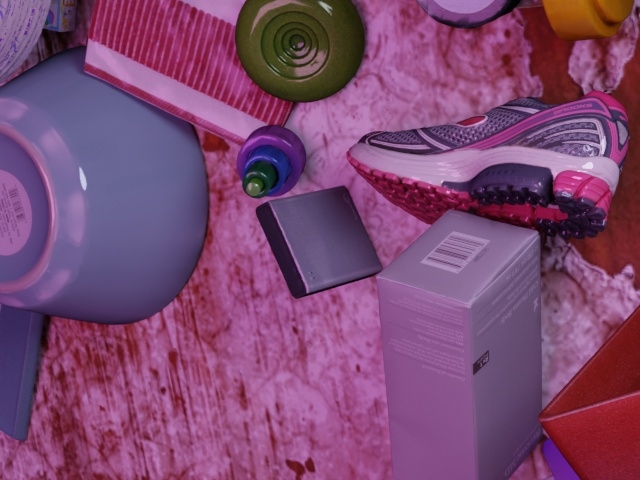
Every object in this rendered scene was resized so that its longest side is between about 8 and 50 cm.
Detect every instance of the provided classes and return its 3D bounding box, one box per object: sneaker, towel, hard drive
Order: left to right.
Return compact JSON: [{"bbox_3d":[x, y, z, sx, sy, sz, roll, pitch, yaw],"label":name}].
[{"bbox_3d":[-0.095,-0.273,1.658,0.237,0.037,0.329,27,115,15],"label":"towel"},{"bbox_3d":[0.000,0.000,1.601,0.022,0.135,0.094,-29,82,32],"label":"hard drive"},{"bbox_3d":[0.151,-0.071,1.506,0.299,0.121,0.112,6,67,45],"label":"sneaker"}]

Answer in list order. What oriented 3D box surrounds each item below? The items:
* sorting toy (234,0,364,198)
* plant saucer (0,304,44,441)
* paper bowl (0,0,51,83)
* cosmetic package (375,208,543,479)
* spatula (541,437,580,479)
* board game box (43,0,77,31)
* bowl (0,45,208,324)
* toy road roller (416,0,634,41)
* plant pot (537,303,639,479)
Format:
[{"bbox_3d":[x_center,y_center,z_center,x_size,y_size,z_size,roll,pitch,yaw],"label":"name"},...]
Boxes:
[{"bbox_3d":[-0.024,-0.196,1.562,0.127,0.126,0.365,15,113,4],"label":"sorting toy"},{"bbox_3d":[-0.359,0.142,1.951,0.067,0.018,0.192,28,118,29],"label":"plant saucer"},{"bbox_3d":[-0.395,-0.296,1.784,0.284,0.148,0.284,5,99,35],"label":"paper bowl"},{"bbox_3d":[0.127,0.107,1.492,0.107,0.127,0.238,15,131,33],"label":"cosmetic package"},{"bbox_3d":[0.176,0.254,1.588,0.296,0.030,0.084,-35,77,36],"label":"spatula"},{"bbox_3d":[-0.332,-0.293,1.851,0.154,0.026,0.103,15,107,33],"label":"board game box"},{"bbox_3d":[-0.289,-0.048,1.784,0.311,0.163,0.311,7,102,35],"label":"bowl"},{"bbox_3d":[0.205,-0.327,1.359,0.241,0.202,0.329,-2,103,24],"label":"toy road roller"},{"bbox_3d":[0.375,0.153,1.300,0.267,0.267,0.235,-23,98,37],"label":"plant pot"}]
